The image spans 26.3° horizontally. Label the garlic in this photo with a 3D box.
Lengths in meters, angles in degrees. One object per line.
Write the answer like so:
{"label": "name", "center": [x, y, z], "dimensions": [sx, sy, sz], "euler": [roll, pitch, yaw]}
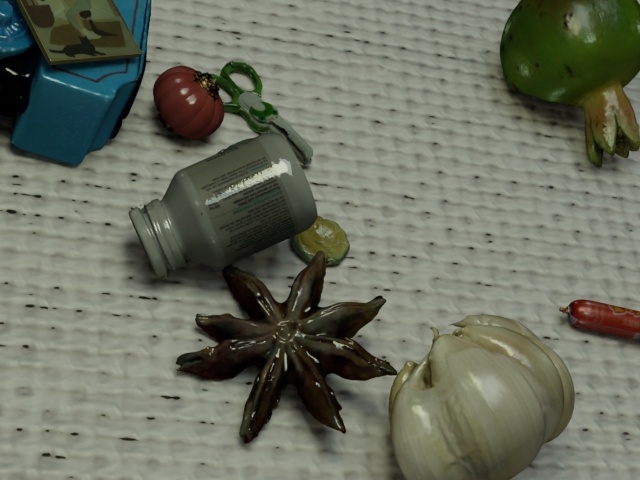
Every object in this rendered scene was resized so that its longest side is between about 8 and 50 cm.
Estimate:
{"label": "garlic", "center": [0.193, 0.185, 1.622], "dimensions": [0.281, 0.185, 0.203], "euler": [-29, 97, -29]}

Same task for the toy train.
{"label": "toy train", "center": [-0.359, -0.272, 1.817], "dimensions": [0.265, 0.188, 0.300], "euler": [16, 48, -19]}

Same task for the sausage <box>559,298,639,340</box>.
{"label": "sausage", "center": [0.397, 0.108, 1.889], "dimensions": [0.145, 0.048, 0.050], "euler": [12, 43, -9]}

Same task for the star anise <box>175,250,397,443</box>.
{"label": "star anise", "center": [-0.045, 0.124, 1.671], "dimensions": [0.288, 0.088, 0.288], "euler": [2, 53, -3]}

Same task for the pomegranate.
{"label": "pomegranate", "center": [0.409, -0.267, 2.102], "dimensions": [0.236, 0.236, 0.302], "euler": [-13, 70, -30]}

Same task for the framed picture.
{"label": "framed picture", "center": [-0.324, -0.308, 1.735], "dimensions": [0.136, 0.010, 0.201], "euler": [-13, 66, -40]}

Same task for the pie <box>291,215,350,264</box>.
{"label": "pie", "center": [0.000, 0.000, 1.836], "dimensions": [0.084, 0.020, 0.084], "euler": [12, 50, -15]}

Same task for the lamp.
{"label": "lamp", "center": [-0.180, -0.189, 1.873], "dimensions": [0.107, 0.092, 0.107], "euler": [43, 20, -20]}

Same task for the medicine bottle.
{"label": "medicine bottle", "center": [-0.124, -0.038, 1.716], "dimensions": [0.215, 0.135, 0.135], "euler": [-25, 61, -8]}

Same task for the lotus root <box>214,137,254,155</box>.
{"label": "lotus root", "center": [-0.110, -0.085, 1.827], "dimensions": [0.165, 0.088, 0.088], "euler": [-32, 68, -26]}

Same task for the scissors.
{"label": "scissors", "center": [-0.083, -0.178, 1.947], "dimensions": [0.101, 0.027, 0.204], "euler": [-33, 67, -35]}
